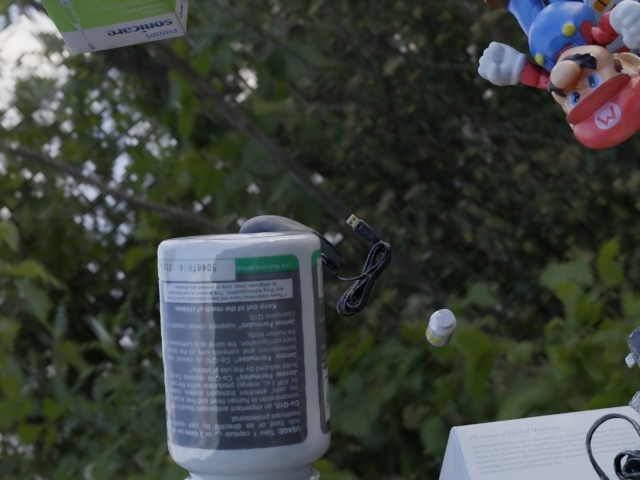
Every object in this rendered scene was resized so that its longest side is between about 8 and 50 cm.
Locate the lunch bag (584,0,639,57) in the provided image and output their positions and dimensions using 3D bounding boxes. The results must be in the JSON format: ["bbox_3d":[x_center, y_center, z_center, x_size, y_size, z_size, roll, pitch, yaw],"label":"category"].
[{"bbox_3d":[0.416,-0.364,2.069,0.115,0.303,0.243,-7,-42,2],"label":"lunch bag"}]

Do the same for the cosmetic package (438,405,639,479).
[{"bbox_3d":[0.264,0.311,1.492,0.224,0.224,0.138,-5,-41,-10],"label":"cosmetic package"}]

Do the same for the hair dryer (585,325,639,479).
[{"bbox_3d":[0.346,0.216,1.167,0.080,0.293,0.223,-23,-34,-18],"label":"hair dryer"}]

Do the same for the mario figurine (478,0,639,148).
[{"bbox_3d":[0.306,-0.254,1.782,0.170,0.320,0.198,-16,-34,-13],"label":"mario figurine"}]

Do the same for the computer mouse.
[{"bbox_3d":[0.000,0.000,2.456,0.184,0.262,0.060,-51,-13,-32],"label":"computer mouse"}]

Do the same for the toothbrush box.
[{"bbox_3d":[-0.355,-0.448,2.269,0.206,0.122,0.283,-9,-37,13],"label":"toothbrush box"}]

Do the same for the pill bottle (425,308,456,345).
[{"bbox_3d":[0.197,0.140,2.281,0.043,0.043,0.083,-38,-15,-17],"label":"pill bottle"}]

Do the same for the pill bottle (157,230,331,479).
[{"bbox_3d":[-0.092,0.173,1.734,0.204,0.361,0.204,-3,2,0],"label":"pill bottle"}]
